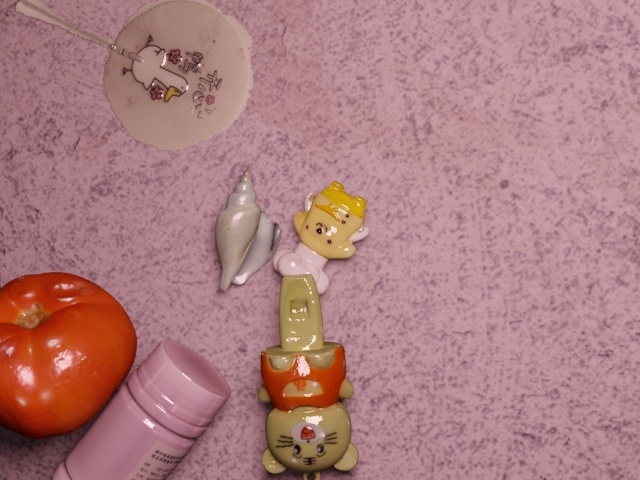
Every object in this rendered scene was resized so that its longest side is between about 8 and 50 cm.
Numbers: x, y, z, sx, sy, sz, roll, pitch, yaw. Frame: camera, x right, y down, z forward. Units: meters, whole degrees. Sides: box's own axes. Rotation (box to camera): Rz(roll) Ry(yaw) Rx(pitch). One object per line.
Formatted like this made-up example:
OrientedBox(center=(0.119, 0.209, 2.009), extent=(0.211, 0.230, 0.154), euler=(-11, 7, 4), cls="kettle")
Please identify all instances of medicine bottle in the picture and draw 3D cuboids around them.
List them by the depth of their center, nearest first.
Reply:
OrientedBox(center=(-0.248, 0.269, 1.346), extent=(0.133, 0.133, 0.250), euler=(39, 97, 13), cls="medicine bottle")

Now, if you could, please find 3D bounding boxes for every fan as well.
OrientedBox(center=(-0.289, -0.281, 1.449), extent=(0.414, 0.012, 0.233), euler=(23, 92, 13), cls="fan")

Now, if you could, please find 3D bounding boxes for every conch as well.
OrientedBox(center=(-0.107, -0.016, 1.372), extent=(0.065, 0.088, 0.180), euler=(16, 100, 57), cls="conch")

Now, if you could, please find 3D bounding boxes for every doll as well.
OrientedBox(center=(0.000, 0.000, 1.338), extent=(0.106, 0.062, 0.163), euler=(33, 96, 18), cls="doll")

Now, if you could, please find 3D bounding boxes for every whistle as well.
OrientedBox(center=(-0.020, 0.189, 1.298), extent=(0.131, 0.106, 0.289), euler=(-3, 95, 5), cls="whistle")

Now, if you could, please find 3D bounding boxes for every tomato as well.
OrientedBox(center=(-0.387, 0.164, 1.345), extent=(0.259, 0.260, 0.180), euler=(2, 122, 14), cls="tomato")
